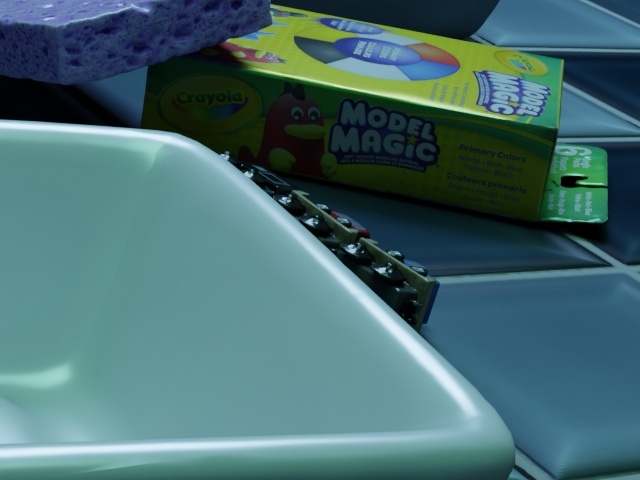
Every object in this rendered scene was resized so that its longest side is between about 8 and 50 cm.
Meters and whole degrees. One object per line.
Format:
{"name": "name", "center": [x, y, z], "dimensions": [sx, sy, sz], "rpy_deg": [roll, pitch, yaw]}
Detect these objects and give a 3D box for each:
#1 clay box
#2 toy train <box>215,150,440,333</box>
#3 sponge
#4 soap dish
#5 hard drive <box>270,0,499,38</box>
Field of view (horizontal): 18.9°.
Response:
{"name": "clay box", "center": [0.034, -0.066, 0.939], "dimensions": [0.222, 0.053, 0.127], "rpy_deg": [10, 21, 4]}
{"name": "toy train", "center": [0.000, 0.000, 0.786], "dimensions": [0.036, 0.027, 0.158], "rpy_deg": [9, 16, -37]}
{"name": "sponge", "center": [-0.130, -0.110, 0.919], "dimensions": [0.117, 0.031, 0.210], "rpy_deg": [-22, 23, -34]}
{"name": "soap dish", "center": [-0.123, 0.055, 0.438], "dimensions": [0.291, 0.118, 0.229], "rpy_deg": [-1, 22, -27]}
{"name": "hard drive", "center": [-0.030, -0.171, 1.190], "dimensions": [0.254, 0.054, 0.172], "rpy_deg": [0, 22, -27]}
